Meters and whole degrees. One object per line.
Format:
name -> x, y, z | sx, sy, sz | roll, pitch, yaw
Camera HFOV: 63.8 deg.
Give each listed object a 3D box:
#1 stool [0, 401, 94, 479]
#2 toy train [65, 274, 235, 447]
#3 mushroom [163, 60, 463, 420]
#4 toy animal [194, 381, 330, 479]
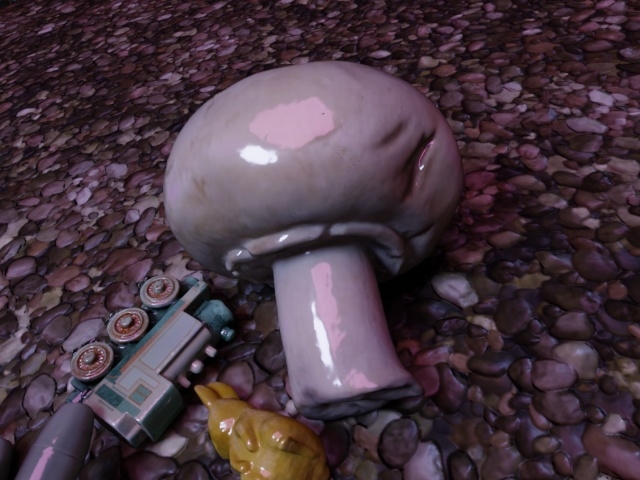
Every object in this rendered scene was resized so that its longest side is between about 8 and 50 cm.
stool -> -0.319, 0.223, 0.411 | 0.195, 0.195, 0.198 | -25, 44, 27
toy train -> -0.178, 0.123, 0.569 | 0.125, 0.080, 0.194 | 25, 54, 22
mushroom -> 0.000, 0.000, 0.523 | 0.315, 0.314, 0.335 | -13, 65, 4
toy animal -> -0.069, 0.183, 0.492 | 0.159, 0.083, 0.070 | 16, 79, 42
